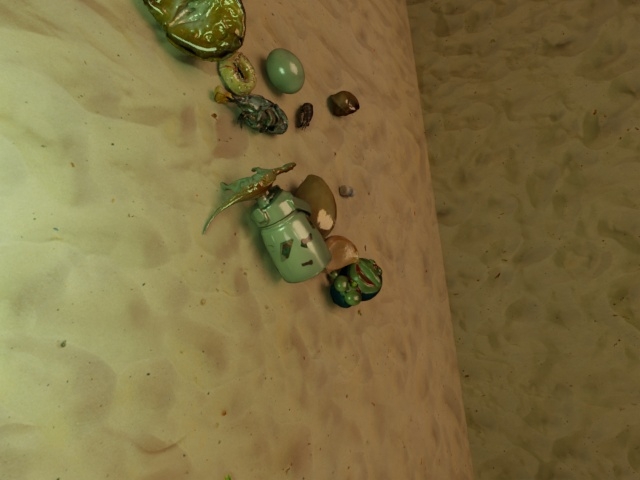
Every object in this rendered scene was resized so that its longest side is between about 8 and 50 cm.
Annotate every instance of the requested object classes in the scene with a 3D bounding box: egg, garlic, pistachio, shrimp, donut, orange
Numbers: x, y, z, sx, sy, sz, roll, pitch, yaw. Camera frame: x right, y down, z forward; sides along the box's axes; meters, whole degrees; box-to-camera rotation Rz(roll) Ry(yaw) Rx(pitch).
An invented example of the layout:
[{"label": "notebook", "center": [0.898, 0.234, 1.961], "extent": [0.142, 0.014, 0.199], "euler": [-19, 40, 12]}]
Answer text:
[{"label": "egg", "center": [-0.147, -0.708, 1.903], "extent": [0.192, 0.149, 0.149], "euler": [53, 39, -22]}, {"label": "garlic", "center": [0.058, 0.068, 1.934], "extent": [0.164, 0.145, 0.245], "euler": [38, 37, 21]}, {"label": "pistachio", "center": [-0.025, -0.127, 1.857], "extent": [0.162, 0.182, 0.293], "euler": [59, 26, -55]}, {"label": "shrimp", "center": [-0.070, -0.558, 2.048], "extent": [0.075, 0.073, 0.190], "euler": [35, 46, -41]}, {"label": "shrimp", "center": [-0.211, -0.477, 1.704], "extent": [0.372, 0.172, 0.137], "euler": [-20, 102, -65]}, {"label": "pistachio", "center": [0.129, -0.716, 2.375], "extent": [0.165, 0.130, 0.210], "euler": [34, 36, 8]}, {"label": "donut", "center": [-0.343, -0.519, 1.613], "extent": [0.083, 0.067, 0.038], "euler": [-13, 74, -32]}, {"label": "orange", "center": [-0.401, -0.752, 1.449], "extent": [0.368, 0.271, 0.210], "euler": [59, -2, -24]}, {"label": "donut", "center": [-0.305, -0.629, 1.705], "extent": [0.175, 0.068, 0.174], "euler": [26, 59, -52]}]

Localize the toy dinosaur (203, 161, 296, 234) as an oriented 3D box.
[{"label": "toy dinosaur", "center": [-0.261, -0.165, 1.522], "extent": [0.393, 0.205, 0.092], "euler": [-42, 123, -34]}]

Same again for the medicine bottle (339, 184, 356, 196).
[{"label": "medicine bottle", "center": [0.138, -0.246, 2.277], "extent": [0.089, 0.052, 0.052], "euler": [9, 72, -57]}]

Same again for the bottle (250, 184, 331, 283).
[{"label": "bottle", "center": [-0.123, -0.041, 1.661], "extent": [0.351, 0.229, 0.229], "euler": [60, 35, -19]}]

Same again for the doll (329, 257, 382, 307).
[{"label": "doll", "center": [0.157, 0.189, 2.035], "extent": [0.322, 0.186, 0.198], "euler": [-25, 75, -43]}]
